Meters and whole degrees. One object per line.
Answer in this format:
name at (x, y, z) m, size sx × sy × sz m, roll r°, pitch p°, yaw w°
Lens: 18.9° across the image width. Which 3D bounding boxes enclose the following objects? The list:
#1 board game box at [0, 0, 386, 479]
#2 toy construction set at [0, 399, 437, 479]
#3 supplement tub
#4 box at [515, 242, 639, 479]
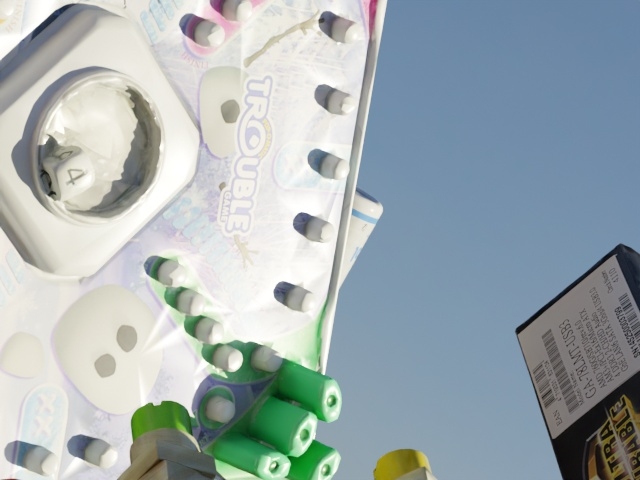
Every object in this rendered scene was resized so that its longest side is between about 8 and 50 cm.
board game box at (-0.115, -0.047, 1.008) m, size 0.390 × 0.390 × 0.050 m, roll 3°, pitch 9°, yaw -41°
toy construction set at (-0.098, 0.212, 0.952) m, size 0.215 × 0.327 × 0.151 m, roll 20°, pitch 24°, yaw -32°
supplement tub at (0.000, 0.000, 1.653) m, size 0.071 × 0.107 × 0.071 m, roll 28°, pitch 9°, yaw -5°
box at (0.220, 0.176, 0.759) m, size 0.295 × 0.073 × 0.293 m, roll 37°, pitch 24°, yaw -27°
